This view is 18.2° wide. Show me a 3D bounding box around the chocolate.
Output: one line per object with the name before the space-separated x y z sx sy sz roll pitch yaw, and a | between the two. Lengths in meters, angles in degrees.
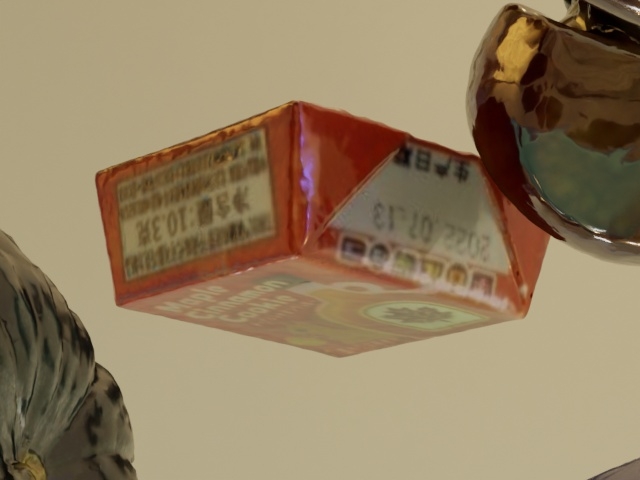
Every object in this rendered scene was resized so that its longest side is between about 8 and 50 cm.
chocolate | 0.000 0.000 1.343 0.237 0.235 0.108 -13 -113 50

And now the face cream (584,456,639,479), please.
face cream | 0.042 0.135 0.429 0.206 0.206 0.111 -30 -92 52

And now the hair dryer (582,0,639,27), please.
hair dryer | 0.187 -0.138 0.771 0.123 0.340 0.312 84 27 -84

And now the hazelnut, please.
hazelnut | 0.217 -0.096 1.214 0.251 0.217 0.217 -35 -129 2

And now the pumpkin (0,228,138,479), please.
pumpkin | -0.154 0.089 0.661 0.162 0.220 0.220 -8 -98 23
